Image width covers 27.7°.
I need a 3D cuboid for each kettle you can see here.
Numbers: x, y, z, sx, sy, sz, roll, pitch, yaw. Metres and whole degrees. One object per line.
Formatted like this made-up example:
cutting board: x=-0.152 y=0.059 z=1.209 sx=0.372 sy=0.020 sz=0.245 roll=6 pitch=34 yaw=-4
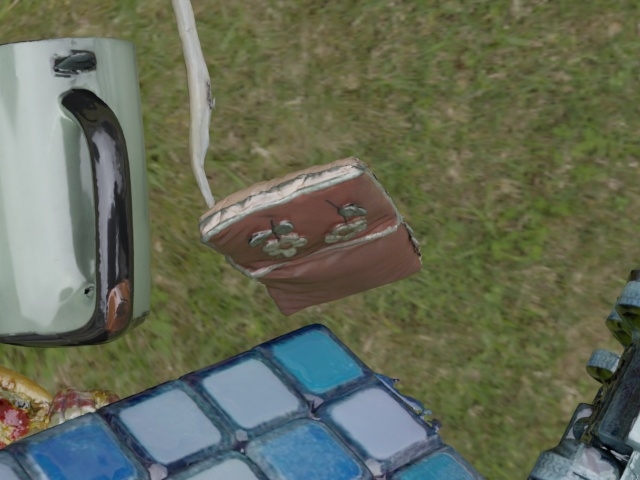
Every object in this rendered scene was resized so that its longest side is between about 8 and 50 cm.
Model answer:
kettle: x=-0.217 y=-0.039 z=1.089 sx=0.165 sy=0.240 sz=0.255 roll=-4 pitch=90 yaw=-30

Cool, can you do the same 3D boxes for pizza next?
pizza: x=-0.388 y=0.228 z=1.445 sx=0.188 sy=0.062 sz=0.199 roll=15 pitch=68 yaw=-33

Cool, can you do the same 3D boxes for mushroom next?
mushroom: x=-0.129 y=-0.179 z=1.204 sx=0.068 sy=0.043 sz=0.306 roll=-22 pitch=100 yaw=-48

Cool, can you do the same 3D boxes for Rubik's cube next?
Rubik's cube: x=-0.046 y=0.265 z=0.698 sx=0.287 sy=0.292 sz=0.293 roll=-18 pitch=142 yaw=-40

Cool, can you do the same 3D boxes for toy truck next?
toy truck: x=0.183 y=0.108 z=0.627 sx=0.140 sy=0.256 sz=0.108 roll=26 pitch=77 yaw=13

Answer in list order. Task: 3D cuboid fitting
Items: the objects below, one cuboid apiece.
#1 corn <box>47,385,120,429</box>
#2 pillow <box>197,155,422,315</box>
corn: x=-0.205 y=0.243 z=1.148 sx=0.079 sy=0.079 sz=0.237 roll=5 pitch=64 yaw=-18
pillow: x=0.000 y=0.000 z=0.936 sx=0.126 sy=0.232 sz=0.043 roll=-17 pitch=68 yaw=9
